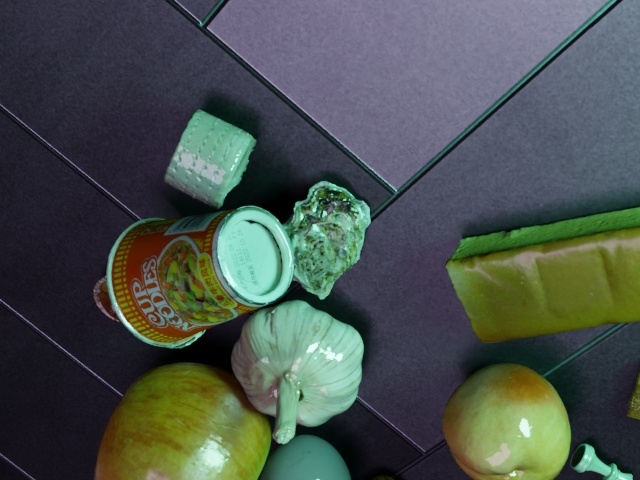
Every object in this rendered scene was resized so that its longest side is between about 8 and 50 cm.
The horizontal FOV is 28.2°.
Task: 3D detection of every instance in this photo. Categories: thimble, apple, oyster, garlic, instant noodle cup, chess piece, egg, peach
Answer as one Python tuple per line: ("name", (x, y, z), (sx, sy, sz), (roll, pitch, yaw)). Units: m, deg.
("thimble", (-0.146, -0.106, 1.675), (0.090, 0.102, 0.115), (26, 149, 0))
("apple", (-0.210, 0.322, 1.905), (0.233, 0.286, 0.286), (28, 130, -2))
("oyster", (0.000, 0.000, 1.725), (0.125, 0.064, 0.177), (23, 122, -13))
("garlic", (-0.046, 0.209, 1.788), (0.199, 0.226, 0.199), (7, 125, 10))
("instant noodle cup", (-0.148, 0.039, 1.700), (0.212, 0.193, 0.193), (-16, 118, 46))
("chess piece", (0.406, 0.327, 1.815), (0.093, 0.042, 0.042), (28, 131, -8))
("egg", (-0.023, 0.397, 1.954), (0.146, 0.146, 0.198), (3, 93, 20))
("peach", (0.257, 0.260, 1.737), (0.184, 0.184, 0.184), (11, 128, 14))

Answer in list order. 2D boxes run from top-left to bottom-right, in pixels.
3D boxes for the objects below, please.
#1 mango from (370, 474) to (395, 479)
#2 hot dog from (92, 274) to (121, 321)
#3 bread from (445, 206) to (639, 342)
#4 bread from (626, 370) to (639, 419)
("mango", (0.084, 0.442, 2.000), (0.105, 0.084, 0.159), (27, 131, -6))
("hot dog", (-0.253, 0.082, 1.889), (0.192, 0.053, 0.099), (-3, 119, 21))
("bread", (0.349, 0.037, 1.596), (0.361, 0.077, 0.138), (-11, 119, 28))
("bread", (0.465, 0.209, 1.703), (0.094, 0.035, 0.090), (13, 129, 12))
